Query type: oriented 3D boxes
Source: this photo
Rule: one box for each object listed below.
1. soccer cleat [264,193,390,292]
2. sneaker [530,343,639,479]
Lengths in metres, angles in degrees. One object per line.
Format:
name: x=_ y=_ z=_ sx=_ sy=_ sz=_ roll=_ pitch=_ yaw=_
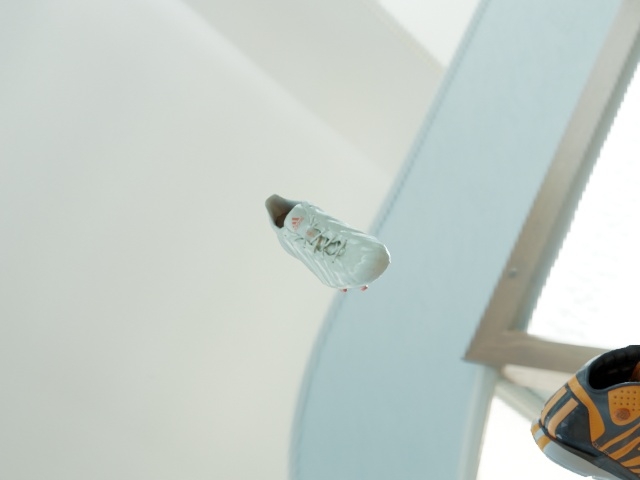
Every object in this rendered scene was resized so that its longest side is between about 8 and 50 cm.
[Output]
soccer cleat: x=0.000 y=0.000 z=1.189 sx=0.068 sy=0.196 sz=0.076 roll=-46 pitch=-59 yaw=-12
sneaker: x=0.453 y=0.250 z=1.513 sx=0.321 sy=0.124 sz=0.180 roll=20 pitch=-63 yaw=-24
